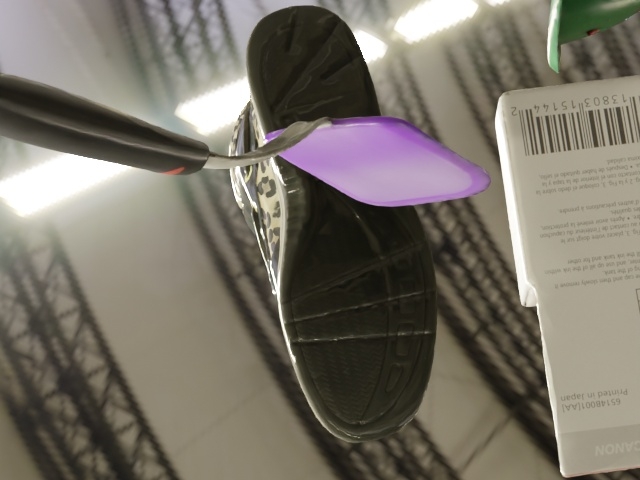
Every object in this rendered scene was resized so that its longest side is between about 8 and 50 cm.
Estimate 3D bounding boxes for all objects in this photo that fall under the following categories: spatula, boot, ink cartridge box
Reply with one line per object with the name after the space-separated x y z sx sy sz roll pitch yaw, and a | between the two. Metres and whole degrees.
-0.036 -0.039 0.676 0.084 0.030 0.296 -6 174 39 | spatula
0.002 -0.001 0.967 0.085 0.178 0.236 -11 -96 -8 | boot
0.279 0.014 1.105 0.296 0.066 0.261 -7 -105 1 | ink cartridge box

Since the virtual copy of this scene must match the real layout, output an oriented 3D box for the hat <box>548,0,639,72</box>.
0.264 -0.208 1.218 0.184 0.173 0.208 5 -145 8 | hat
